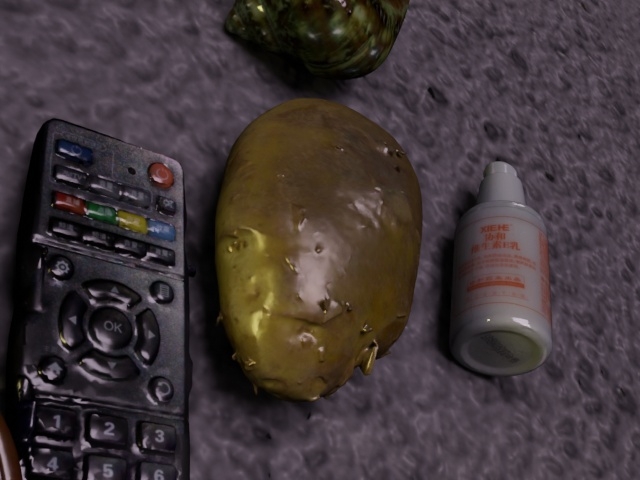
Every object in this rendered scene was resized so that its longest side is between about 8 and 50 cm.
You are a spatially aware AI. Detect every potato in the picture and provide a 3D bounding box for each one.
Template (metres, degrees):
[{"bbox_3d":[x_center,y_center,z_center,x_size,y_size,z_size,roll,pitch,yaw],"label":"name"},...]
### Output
[{"bbox_3d":[0.000,0.000,0.767,0.191,0.141,0.296,29,50,-21],"label":"potato"}]

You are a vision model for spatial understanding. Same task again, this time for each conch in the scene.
[{"bbox_3d":[0.000,-0.242,0.949,0.181,0.124,0.187,17,24,-19],"label":"conch"}]

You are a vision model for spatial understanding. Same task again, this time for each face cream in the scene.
[{"bbox_3d":[0.189,0.013,0.953,0.101,0.101,0.252,30,47,-23],"label":"face cream"}]

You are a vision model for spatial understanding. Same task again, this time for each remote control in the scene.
[{"bbox_3d":[-0.150,0.098,0.623,0.144,0.062,0.399,19,50,-33],"label":"remote control"}]

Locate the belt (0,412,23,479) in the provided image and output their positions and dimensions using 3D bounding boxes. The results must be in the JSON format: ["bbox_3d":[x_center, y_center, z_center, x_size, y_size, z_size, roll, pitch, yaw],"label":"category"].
[{"bbox_3d":[-0.279,0.194,0.401,0.217,0.122,0.339,42,43,-13],"label":"belt"}]
